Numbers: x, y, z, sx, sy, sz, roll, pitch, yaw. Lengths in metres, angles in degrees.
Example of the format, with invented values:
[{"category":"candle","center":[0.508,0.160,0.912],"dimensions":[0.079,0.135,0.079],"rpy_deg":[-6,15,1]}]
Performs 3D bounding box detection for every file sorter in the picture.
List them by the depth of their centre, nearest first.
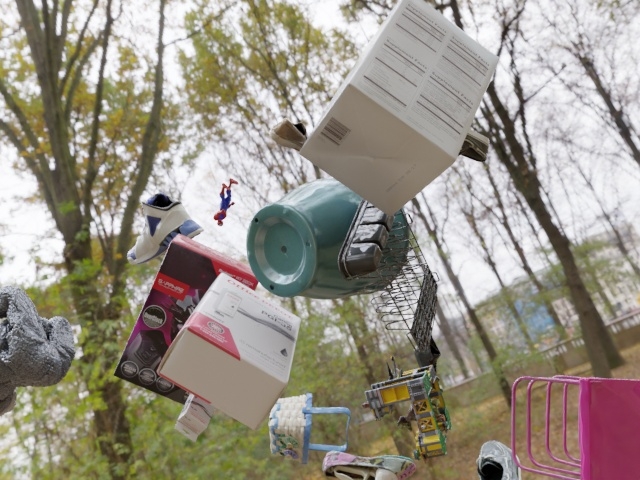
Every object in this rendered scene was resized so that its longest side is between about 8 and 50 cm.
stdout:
[{"category":"file sorter","center":[0.558,0.389,1.249],"dimensions":[0.290,0.202,0.182],"rpy_deg":[11,-12,-36]}]

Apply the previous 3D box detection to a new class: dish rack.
[{"category":"dish rack","center":[0.143,0.066,1.100],"dimensions":[0.074,0.272,0.208],"rpy_deg":[-11,35,32]}]

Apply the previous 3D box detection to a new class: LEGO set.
[{"category":"LEGO set","center":[0.237,0.477,1.653],"dimensions":[0.192,0.255,0.331],"rpy_deg":[-18,3,16]}]

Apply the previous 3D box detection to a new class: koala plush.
[{"category":"koala plush","center":[-0.627,0.247,1.170],"dimensions":[0.221,0.203,0.196],"rpy_deg":[-36,-45,-2]}]

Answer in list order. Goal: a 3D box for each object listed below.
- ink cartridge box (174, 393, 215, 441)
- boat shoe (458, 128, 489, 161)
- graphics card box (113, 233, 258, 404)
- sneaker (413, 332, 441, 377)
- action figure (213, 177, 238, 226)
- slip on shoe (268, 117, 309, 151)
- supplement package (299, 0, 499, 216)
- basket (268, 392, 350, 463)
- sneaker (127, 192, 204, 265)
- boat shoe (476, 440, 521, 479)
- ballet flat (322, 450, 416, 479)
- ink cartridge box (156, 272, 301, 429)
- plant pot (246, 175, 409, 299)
[{"category":"ink cartridge box","center":[-0.219,0.307,1.047],"dimensions":[0.028,0.048,0.083],"rpy_deg":[-43,15,26]},{"category":"boat shoe","center":[0.390,-0.276,1.661],"dimensions":[0.219,0.070,0.077],"rpy_deg":[14,-15,-28]},{"category":"graphics card box","center":[-0.322,0.200,1.446],"dimensions":[0.094,0.232,0.371],"rpy_deg":[-105,41,-80]},{"category":"sneaker","center":[0.361,0.390,1.943],"dimensions":[0.051,0.170,0.089],"rpy_deg":[-14,-14,-41]},{"category":"action figure","center":[-0.182,-0.066,1.127],"dimensions":[0.038,0.030,0.115],"rpy_deg":[-49,-9,-43]},{"category":"slip on shoe","center":[-0.038,-0.182,1.024],"dimensions":[0.041,0.051,0.135],"rpy_deg":[-49,-25,19]},{"category":"supplement package","center":[0.131,-0.225,0.989],"dimensions":[0.263,0.198,0.199],"rpy_deg":[-61,9,-32]},{"category":"basket","center":[-0.039,0.683,2.135],"dimensions":[0.288,0.201,0.255],"rpy_deg":[-1,-52,-2]},{"category":"sneaker","center":[-0.518,-0.050,1.907],"dimensions":[0.315,0.182,0.127],"rpy_deg":[-25,2,37]},{"category":"boat shoe","center":[0.511,0.662,1.720],"dimensions":[0.116,0.099,0.319],"rpy_deg":[-40,6,13]},{"category":"ballet flat","center":[0.112,0.548,1.394],"dimensions":[0.221,0.077,0.079],"rpy_deg":[2,31,12]},{"category":"ink cartridge box","center":[-0.161,0.197,1.138],"dimensions":[0.117,0.207,0.283],"rpy_deg":[-57,6,15]},{"category":"plant pot","center":[0.000,0.000,1.196],"dimensions":[0.271,0.272,0.255],"rpy_deg":[-35,-14,37]}]
